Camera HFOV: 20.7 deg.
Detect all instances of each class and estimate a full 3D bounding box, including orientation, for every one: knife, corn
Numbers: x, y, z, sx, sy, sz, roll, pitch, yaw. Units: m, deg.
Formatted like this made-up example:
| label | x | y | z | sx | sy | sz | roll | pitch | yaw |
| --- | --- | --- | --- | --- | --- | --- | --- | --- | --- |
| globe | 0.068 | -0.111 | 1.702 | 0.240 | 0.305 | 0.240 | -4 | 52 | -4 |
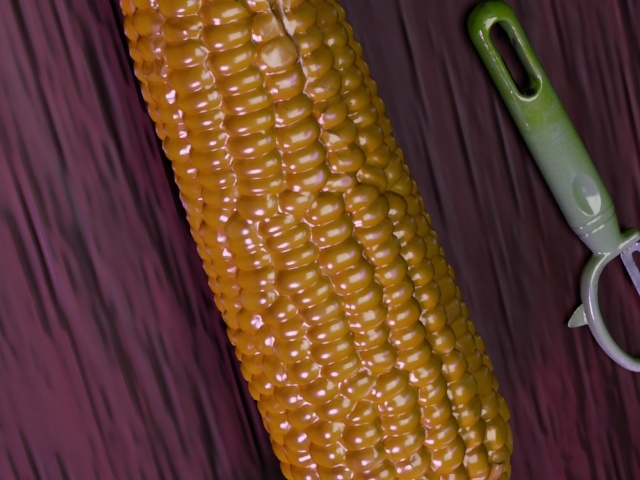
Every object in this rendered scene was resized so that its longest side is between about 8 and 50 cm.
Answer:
| label | x | y | z | sx | sy | sz | roll | pitch | yaw |
| --- | --- | --- | --- | --- | --- | --- | --- | --- | --- |
| knife | 0.116 | -0.020 | 0.839 | 0.054 | 0.015 | 0.212 | -33 | 112 | -7 |
| corn | 0.000 | 0.000 | 0.741 | 0.106 | 0.106 | 0.305 | -26 | 109 | -18 |
